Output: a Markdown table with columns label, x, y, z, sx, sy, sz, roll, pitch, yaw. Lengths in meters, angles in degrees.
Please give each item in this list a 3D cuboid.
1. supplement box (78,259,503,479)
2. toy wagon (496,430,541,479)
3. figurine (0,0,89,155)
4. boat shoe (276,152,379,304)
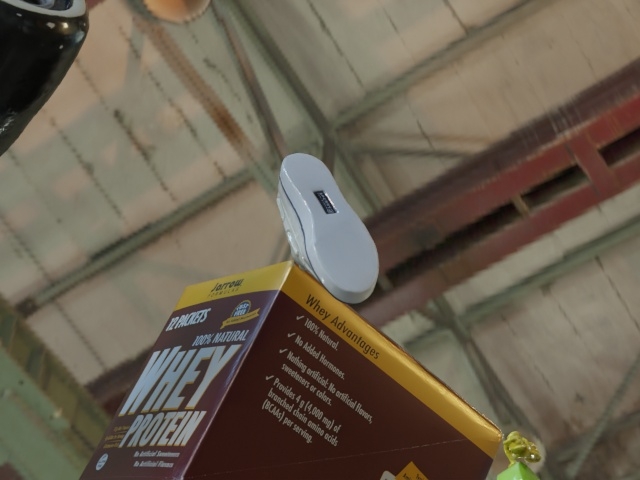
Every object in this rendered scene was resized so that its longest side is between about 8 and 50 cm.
| label | x | y | z | sx | sy | sz | roll | pitch | yaw |
| --- | --- | --- | --- | --- | --- | --- | --- | --- | --- |
| supplement box | -0.025 | 0.151 | 0.820 | 0.191 | 0.194 | 0.129 | 40 | -29 | -23 |
| toy wagon | 0.251 | 0.349 | 1.328 | 0.068 | 0.344 | 0.267 | -36 | -37 | 13 |
| figurine | -0.263 | -0.073 | 0.736 | 0.214 | 0.092 | 0.209 | 16 | -64 | -25 |
| boat shoe | 0.000 | 0.000 | 0.693 | 0.035 | 0.100 | 0.035 | -6 | -43 | -26 |
